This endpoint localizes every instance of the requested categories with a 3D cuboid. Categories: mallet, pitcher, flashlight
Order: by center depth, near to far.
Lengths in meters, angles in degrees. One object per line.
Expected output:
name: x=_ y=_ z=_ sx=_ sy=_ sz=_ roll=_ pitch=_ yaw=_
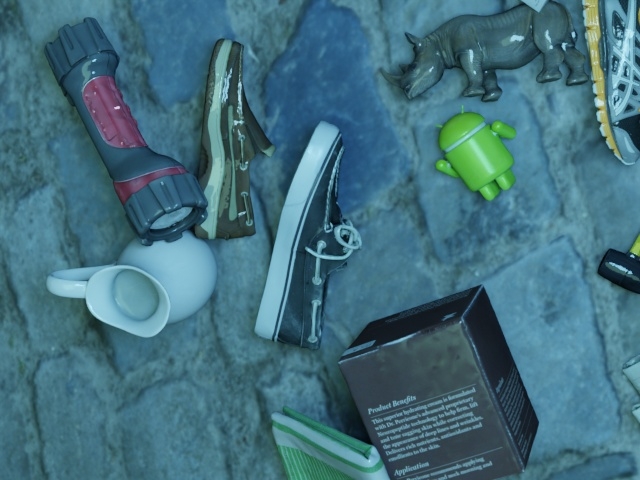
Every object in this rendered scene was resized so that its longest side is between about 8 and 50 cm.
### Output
mallet: x=0.408 y=-0.022 z=1.542 sx=0.062 sy=0.039 sz=0.189 roll=35 pitch=105 yaw=6
flashlight: x=-0.246 y=-0.143 z=1.619 sx=0.103 sy=0.103 sz=0.304 roll=-24 pitch=72 yaw=-11
pitcher: x=-0.235 y=0.047 z=1.647 sx=0.178 sy=0.207 sz=0.125 roll=13 pitch=106 yaw=13

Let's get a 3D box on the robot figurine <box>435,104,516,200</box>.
robot figurine: x=0.189 y=-0.106 z=1.565 sx=0.101 sy=0.067 sz=0.115 roll=-36 pitch=91 yaw=28

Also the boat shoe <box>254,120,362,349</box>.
boat shoe: x=-0.001 y=0.002 z=1.622 sx=0.105 sy=0.113 sz=0.306 roll=17 pitch=109 yaw=5

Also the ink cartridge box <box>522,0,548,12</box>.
ink cartridge box: x=0.228 y=-0.343 z=1.480 sx=0.135 sy=0.056 sz=0.099 roll=36 pitch=66 yaw=6

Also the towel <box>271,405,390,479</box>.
towel: x=0.043 y=0.384 z=1.646 sx=0.248 sy=0.038 sz=0.324 roll=12 pitch=121 yaw=56

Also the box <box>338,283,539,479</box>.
box: x=0.151 y=0.190 z=1.591 sx=0.169 sy=0.167 sz=0.203 roll=-20 pitch=96 yaw=20

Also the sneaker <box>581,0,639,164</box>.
sneaker: x=0.354 y=-0.194 z=1.492 sx=0.083 sy=0.084 sz=0.214 roll=-7 pitch=100 yaw=12

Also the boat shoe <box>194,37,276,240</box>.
boat shoe: x=-0.104 y=-0.126 z=1.643 sx=0.095 sy=0.095 sz=0.257 roll=5 pitch=107 yaw=-5

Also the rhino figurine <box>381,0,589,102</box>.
rhino figurine: x=0.190 y=-0.221 z=1.534 sx=0.243 sy=0.073 sz=0.106 roll=-8 pitch=81 yaw=18

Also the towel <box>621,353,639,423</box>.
towel: x=0.555 y=0.209 z=1.510 sx=0.312 sy=0.056 sz=0.324 roll=-37 pitch=90 yaw=33
